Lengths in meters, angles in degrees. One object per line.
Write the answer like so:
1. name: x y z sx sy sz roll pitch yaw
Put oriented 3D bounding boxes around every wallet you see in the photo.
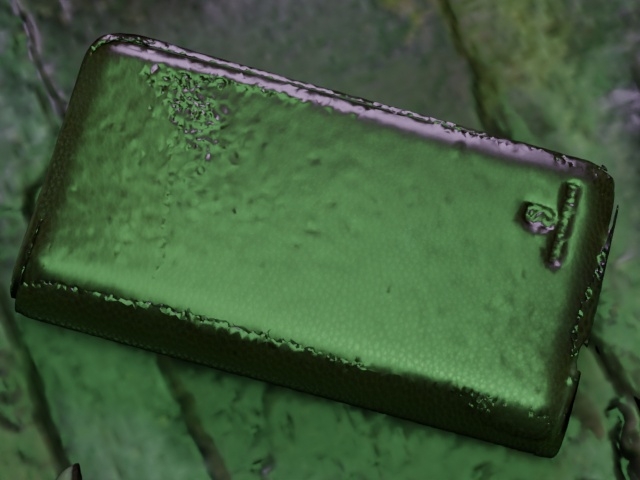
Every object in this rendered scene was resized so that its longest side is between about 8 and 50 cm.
1. wallet: 0.000 0.000 0.575 0.198 0.031 0.110 15 76 2

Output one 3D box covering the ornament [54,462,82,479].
1. ornament: -0.155 0.112 0.524 0.156 0.081 0.075 -2 81 -6
